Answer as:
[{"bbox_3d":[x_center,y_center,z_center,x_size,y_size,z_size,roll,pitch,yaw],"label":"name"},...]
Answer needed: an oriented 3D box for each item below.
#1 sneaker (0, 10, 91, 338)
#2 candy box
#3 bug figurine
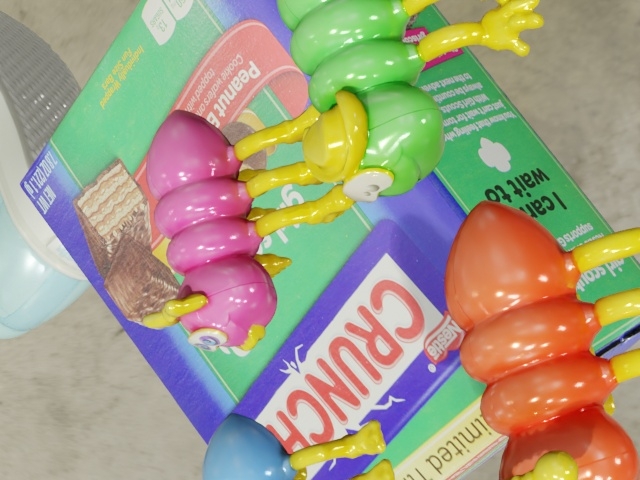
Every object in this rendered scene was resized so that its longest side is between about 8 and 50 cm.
[{"bbox_3d":[-0.277,-0.066,1.272,0.150,0.366,0.135,-43,129,16],"label":"sneaker"},{"bbox_3d":[0.000,0.000,0.887,0.122,0.268,0.317,-26,74,-47],"label":"candy box"},{"bbox_3d":[0.006,0.026,0.486,0.072,0.279,0.216,-7,69,-29],"label":"bug figurine"}]
